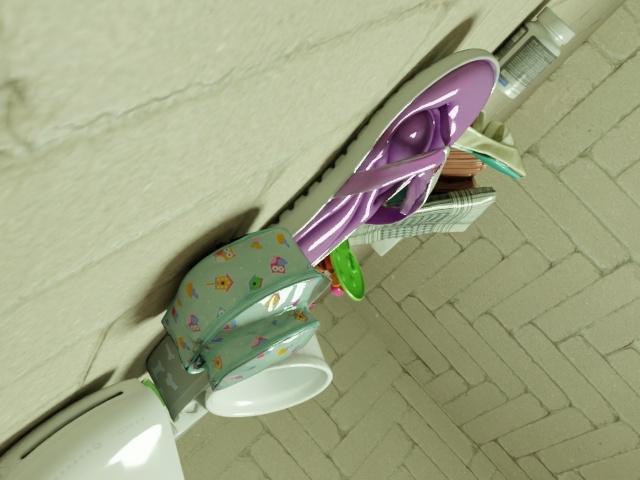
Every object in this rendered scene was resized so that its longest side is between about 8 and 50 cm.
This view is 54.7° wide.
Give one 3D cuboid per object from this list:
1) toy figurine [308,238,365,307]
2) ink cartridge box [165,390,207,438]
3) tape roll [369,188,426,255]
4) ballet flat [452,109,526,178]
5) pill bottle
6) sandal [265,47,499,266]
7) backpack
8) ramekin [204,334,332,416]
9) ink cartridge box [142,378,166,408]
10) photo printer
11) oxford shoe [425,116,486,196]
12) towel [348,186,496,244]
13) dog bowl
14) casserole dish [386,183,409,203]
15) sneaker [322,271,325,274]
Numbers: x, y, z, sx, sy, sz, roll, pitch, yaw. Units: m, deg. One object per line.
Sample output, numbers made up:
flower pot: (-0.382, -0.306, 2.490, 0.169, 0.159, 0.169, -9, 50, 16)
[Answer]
toy figurine: (-0.015, 0.066, 1.253, 0.159, 0.173, 0.130, -24, 153, 22)
ink cartridge box: (-0.383, 0.420, 1.328, 0.273, 0.115, 0.198, -43, 174, 12)
tape roll: (0.293, -0.106, 1.779, 0.392, 0.072, 0.392, -41, 174, -5)
ballet flat: (0.267, -0.172, 1.028, 0.248, 0.086, 0.086, 16, 134, -33)
pill bottle: (0.342, -0.308, 1.017, 0.137, 0.078, 0.078, -45, 173, 28)
sandal: (0.084, -0.064, 0.807, 0.416, 0.102, 0.169, -44, 154, 22)
backpack: (-0.084, 0.076, 0.719, 0.166, 0.144, 0.188, -21, 153, -33)
ramekin: (-0.124, 0.272, 1.354, 0.277, 0.135, 0.277, -13, 149, -8)
ink cartridge box: (-0.376, 0.341, 1.083, 0.209, 0.062, 0.109, -36, 172, -43)
photo printer: (-0.305, 0.353, 0.833, 0.256, 0.107, 0.307, -33, 131, -41)
oxford shoe: (0.263, -0.195, 1.253, 0.397, 0.140, 0.146, 59, 38, -75)
towel: (0.194, -0.039, 1.365, 0.312, 0.056, 0.324, -10, 172, -3)
dog bowl: (-0.140, 0.147, 1.041, 0.349, 0.102, 0.349, -41, 174, -5)
casserole dish: (0.206, -0.101, 1.771, 0.188, 0.037, 0.114, -45, 173, 32)
sneaker: (-0.030, 0.077, 1.373, 0.188, 0.071, 0.066, -44, 174, 13)
